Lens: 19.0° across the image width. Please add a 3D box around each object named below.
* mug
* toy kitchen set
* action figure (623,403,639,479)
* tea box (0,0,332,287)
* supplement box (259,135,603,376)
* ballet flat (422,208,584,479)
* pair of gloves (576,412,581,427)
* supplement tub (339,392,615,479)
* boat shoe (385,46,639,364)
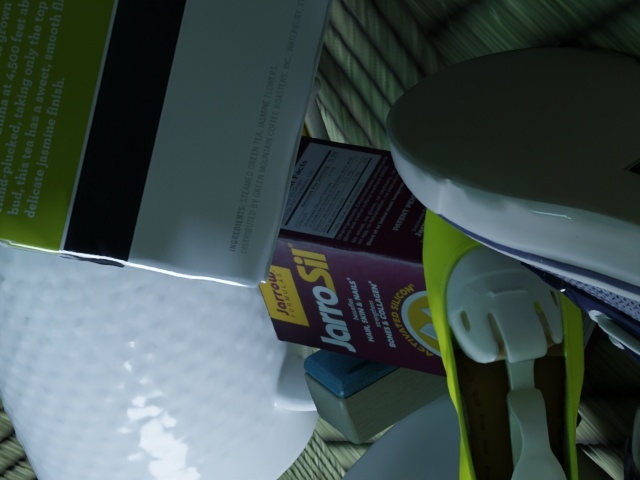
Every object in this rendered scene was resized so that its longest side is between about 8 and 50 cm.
[{"bbox_3d":[-0.122,0.045,1.619,0.374,0.276,0.328,9,134,27],"label":"mug"},{"bbox_3d":[0.000,0.000,1.220,0.207,0.122,0.166,31,146,57],"label":"toy kitchen set"},{"bbox_3d":[0.211,0.164,0.941,0.164,0.141,0.275,23,180,14],"label":"action figure"},{"bbox_3d":[-0.204,-0.131,1.079,0.323,0.220,0.329,11,-174,-22],"label":"tea box"},{"bbox_3d":[0.061,0.015,1.084,0.188,0.081,0.104,11,142,26],"label":"supplement box"},{"bbox_3d":[0.099,0.073,0.951,0.077,0.077,0.231,-138,41,-88],"label":"ballet flat"},{"bbox_3d":[0.108,0.074,1.310,0.204,0.042,0.240,52,161,24],"label":"pair of gloves"},{"bbox_3d":[0.147,0.267,1.192,0.316,0.228,0.228,42,169,-14],"label":"supplement tub"},{"bbox_3d":[0.156,0.024,0.857,0.340,0.127,0.158,31,146,55],"label":"boat shoe"}]
